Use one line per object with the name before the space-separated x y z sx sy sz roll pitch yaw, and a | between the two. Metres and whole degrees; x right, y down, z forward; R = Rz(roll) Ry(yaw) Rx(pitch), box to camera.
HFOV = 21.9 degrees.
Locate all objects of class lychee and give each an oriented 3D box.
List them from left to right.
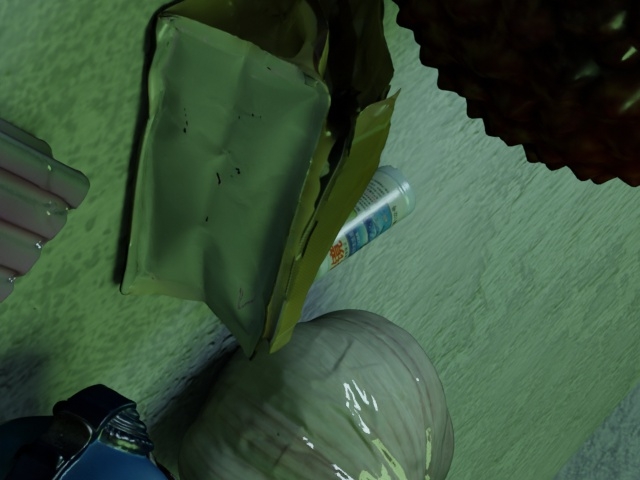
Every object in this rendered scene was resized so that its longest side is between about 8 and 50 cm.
lychee | 0.237 -0.250 1.243 0.424 0.424 0.500 -47 -160 -6

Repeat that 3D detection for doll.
doll | -0.219 0.260 1.397 0.284 0.240 0.310 -65 161 -3

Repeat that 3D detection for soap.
soap | -0.252 -0.033 1.108 0.122 0.065 0.203 -51 156 2

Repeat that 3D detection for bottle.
bottle | 0.000 0.000 1.600 0.217 0.060 0.060 -33 151 -30

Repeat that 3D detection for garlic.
garlic | 0.010 0.219 1.688 0.317 0.259 0.317 -34 150 -23

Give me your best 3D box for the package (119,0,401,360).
package | -0.023 -0.058 1.346 0.221 0.165 0.311 -30 150 -38
